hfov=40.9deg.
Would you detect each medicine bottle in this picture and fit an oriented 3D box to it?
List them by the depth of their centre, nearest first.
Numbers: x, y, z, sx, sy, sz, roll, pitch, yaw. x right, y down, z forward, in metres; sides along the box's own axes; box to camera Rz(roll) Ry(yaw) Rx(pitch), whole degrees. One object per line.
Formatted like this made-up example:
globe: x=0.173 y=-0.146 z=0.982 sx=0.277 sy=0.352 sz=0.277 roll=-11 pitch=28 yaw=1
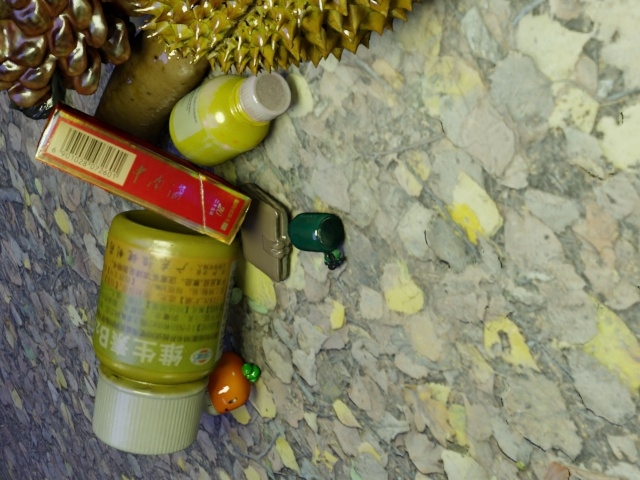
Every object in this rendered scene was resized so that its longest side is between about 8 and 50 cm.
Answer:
medicine bottle: x=-0.129 y=-0.191 z=1.284 sx=0.212 sy=0.122 sz=0.122 roll=-16 pitch=98 yaw=52
medicine bottle: x=-0.275 y=0.153 z=1.478 sx=0.224 sy=0.224 sz=0.384 roll=21 pitch=106 yaw=43

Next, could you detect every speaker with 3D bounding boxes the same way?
speaker: x=0.004 y=-0.002 z=1.299 sx=0.075 sy=0.060 sz=0.094 roll=5 pitch=149 yaw=49

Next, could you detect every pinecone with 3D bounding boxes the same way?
pinecone: x=-0.425 y=-0.403 z=1.269 sx=0.398 sy=0.398 sz=0.398 roll=28 pitch=130 yaw=39

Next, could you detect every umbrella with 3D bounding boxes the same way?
umbrella: x=-0.216 y=0.088 z=1.614 sx=0.188 sy=0.050 sz=0.046 roll=17 pitch=144 yaw=45
umbrella: x=-0.594 y=-0.413 z=1.753 sx=0.118 sy=0.118 sz=0.340 roll=21 pitch=120 yaw=43

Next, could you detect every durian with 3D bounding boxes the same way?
durian: x=-0.033 y=-0.342 z=0.897 sx=0.384 sy=0.347 sz=0.347 roll=-15 pitch=99 yaw=53

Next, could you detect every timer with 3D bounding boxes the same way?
timer: x=-0.173 y=0.265 z=1.617 sx=0.136 sy=0.136 sz=0.099 roll=31 pitch=149 yaw=37

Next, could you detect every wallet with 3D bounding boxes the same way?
wallet: x=-0.091 y=-0.012 z=1.413 sx=0.118 sy=0.039 sz=0.152 roll=38 pitch=139 yaw=37

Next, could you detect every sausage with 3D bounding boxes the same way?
sausage: x=-0.321 y=-0.225 z=1.501 sx=0.136 sy=0.123 sz=0.501 roll=31 pitch=144 yaw=-12

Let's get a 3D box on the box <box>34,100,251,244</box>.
box: x=-0.277 y=-0.109 z=1.332 sx=0.089 sy=0.313 sz=0.197 roll=-64 pitch=20 yaw=2
